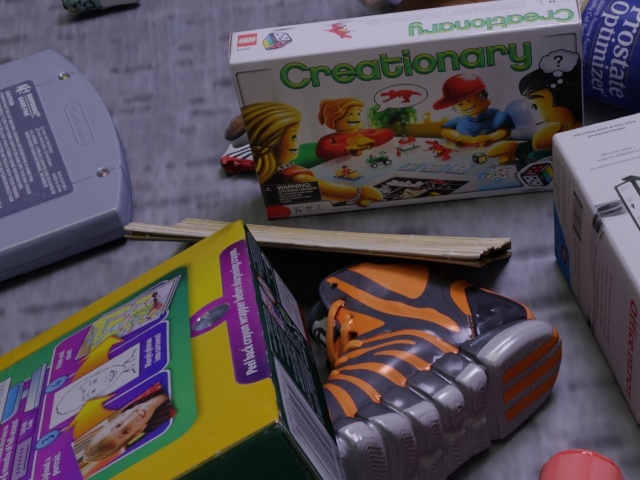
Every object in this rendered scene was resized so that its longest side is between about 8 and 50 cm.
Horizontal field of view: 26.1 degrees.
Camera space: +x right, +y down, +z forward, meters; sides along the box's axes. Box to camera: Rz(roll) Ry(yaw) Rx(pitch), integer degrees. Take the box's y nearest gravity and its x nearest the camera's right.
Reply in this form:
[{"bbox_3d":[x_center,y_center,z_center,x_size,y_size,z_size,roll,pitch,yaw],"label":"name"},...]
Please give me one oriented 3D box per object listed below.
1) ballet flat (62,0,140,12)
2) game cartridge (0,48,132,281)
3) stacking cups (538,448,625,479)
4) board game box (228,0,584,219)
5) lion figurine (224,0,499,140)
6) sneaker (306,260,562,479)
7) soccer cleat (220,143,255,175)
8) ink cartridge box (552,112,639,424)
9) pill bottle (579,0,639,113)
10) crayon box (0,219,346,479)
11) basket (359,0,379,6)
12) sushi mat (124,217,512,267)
[{"bbox_3d":[-0.213,-0.314,1.606,0.188,0.070,0.070,-40,51,-21],"label":"ballet flat"},{"bbox_3d":[-0.300,-0.080,1.399,0.196,0.060,0.294,-23,46,-6],"label":"game cartridge"},{"bbox_3d":[0.159,0.276,0.913,0.096,0.096,0.316,6,47,18],"label":"stacking cups"},{"bbox_3d":[0.084,-0.118,1.250,0.305,0.193,0.053,-6,45,7],"label":"board game box"},{"bbox_3d":[0.101,-0.205,1.398,0.240,0.142,0.392,29,71,25],"label":"lion figurine"},{"bbox_3d":[0.023,0.128,1.088,0.321,0.124,0.180,-28,42,-30],"label":"sneaker"},{"bbox_3d":[-0.059,-0.081,1.363,0.083,0.029,0.035,2,50,20],"label":"soccer cleat"},{"bbox_3d":[0.258,0.021,1.106,0.086,0.148,0.203,-14,45,-5],"label":"ink cartridge box"},{"bbox_3d":[0.325,-0.177,1.306,0.219,0.122,0.123,24,55,32],"label":"pill bottle"},{"bbox_3d":[-0.152,0.156,0.951,0.313,0.106,0.363,-31,20,5],"label":"crayon box"},{"bbox_3d":[0.073,-0.318,1.331,0.167,0.103,0.113,-32,44,-6],"label":"basket"},{"bbox_3d":[0.000,0.000,1.209,0.317,0.019,0.151,4,5,16],"label":"sushi mat"}]
